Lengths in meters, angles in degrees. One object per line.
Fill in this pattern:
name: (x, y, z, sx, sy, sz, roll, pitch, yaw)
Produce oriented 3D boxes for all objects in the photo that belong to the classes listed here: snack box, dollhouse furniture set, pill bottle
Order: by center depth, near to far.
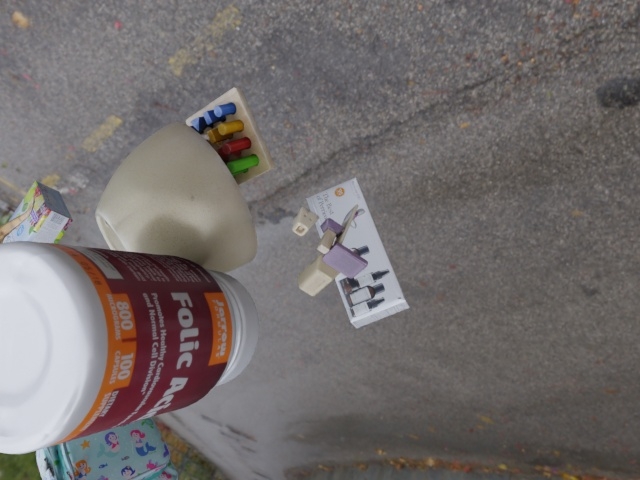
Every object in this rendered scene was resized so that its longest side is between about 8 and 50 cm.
dollhouse furniture set: (0.000, 0.000, 0.679, 0.091, 0.081, 0.114, 33, 141, -10)
pill bottle: (-0.252, 0.125, 0.782, 0.224, 0.223, 0.392, 13, 180, 22)
snack box: (-0.678, -0.013, 1.381, 0.070, 0.207, 0.174, 30, -174, -41)

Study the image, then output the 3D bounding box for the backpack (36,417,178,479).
backpack: (-0.422, 0.411, 1.146, 0.253, 0.225, 0.191, 49, 131, 31)

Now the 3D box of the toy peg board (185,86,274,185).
toy peg board: (-0.192, -0.175, 1.096, 0.161, 0.079, 0.160, -19, 96, 41)

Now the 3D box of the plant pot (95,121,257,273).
plant pot: (-0.270, -0.036, 1.029, 0.284, 0.191, 0.284, 40, 150, 29)

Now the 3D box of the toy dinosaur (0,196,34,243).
toy dinosaur: (-0.480, 0.003, 0.853, 0.064, 0.211, 0.112, 55, 174, -35)

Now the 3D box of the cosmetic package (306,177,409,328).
cosmetic package: (0.061, 0.018, 1.007, 0.099, 0.239, 0.060, -22, 157, 5)
